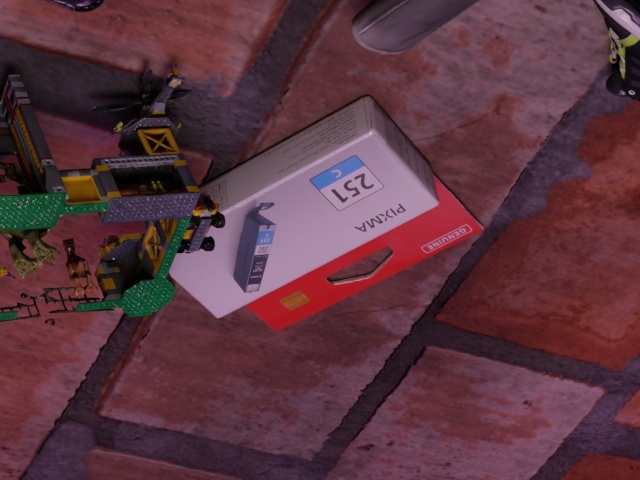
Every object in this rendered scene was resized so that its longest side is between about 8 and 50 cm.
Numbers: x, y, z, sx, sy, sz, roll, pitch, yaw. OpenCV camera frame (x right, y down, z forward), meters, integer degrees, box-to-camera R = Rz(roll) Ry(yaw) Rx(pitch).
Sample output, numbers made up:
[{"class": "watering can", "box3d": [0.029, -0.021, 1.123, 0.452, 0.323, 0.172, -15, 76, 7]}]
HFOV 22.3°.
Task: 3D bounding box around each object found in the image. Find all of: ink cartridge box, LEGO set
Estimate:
[{"class": "ink cartridge box", "box3d": [0.000, 0.000, 1.802, 0.296, 0.066, 0.261, -28, 133, 20]}, {"class": "LEGO set", "box3d": [-0.282, -0.051, 1.631, 0.331, 0.192, 0.255, -10, 143, -24]}]

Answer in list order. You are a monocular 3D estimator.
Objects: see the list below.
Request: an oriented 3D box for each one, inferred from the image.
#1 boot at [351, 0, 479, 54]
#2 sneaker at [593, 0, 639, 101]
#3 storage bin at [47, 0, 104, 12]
[{"class": "boot", "box3d": [0.154, -0.249, 1.543, 0.190, 0.076, 0.208, -9, 157, -41]}, {"class": "sneaker", "box3d": [0.325, -0.179, 1.644, 0.097, 0.084, 0.235, -32, 132, 26]}, {"class": "storage bin", "box3d": [-0.217, -0.303, 1.428, 0.122, 0.084, 0.180, 19, 132, -26]}]
